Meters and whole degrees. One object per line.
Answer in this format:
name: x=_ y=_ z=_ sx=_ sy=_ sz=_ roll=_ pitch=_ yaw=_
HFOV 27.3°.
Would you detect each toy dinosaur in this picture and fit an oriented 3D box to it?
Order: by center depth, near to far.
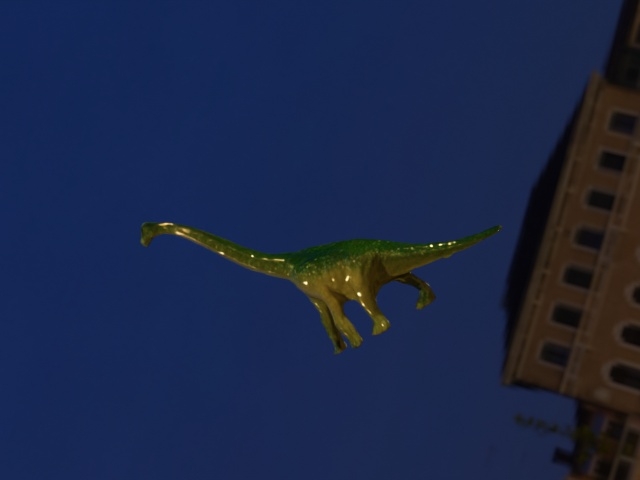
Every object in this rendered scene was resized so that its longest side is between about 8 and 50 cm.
toy dinosaur: x=0.000 y=0.000 z=1.791 sx=0.447 sy=0.301 sz=0.087 roll=-32 pitch=-2 yaw=15
